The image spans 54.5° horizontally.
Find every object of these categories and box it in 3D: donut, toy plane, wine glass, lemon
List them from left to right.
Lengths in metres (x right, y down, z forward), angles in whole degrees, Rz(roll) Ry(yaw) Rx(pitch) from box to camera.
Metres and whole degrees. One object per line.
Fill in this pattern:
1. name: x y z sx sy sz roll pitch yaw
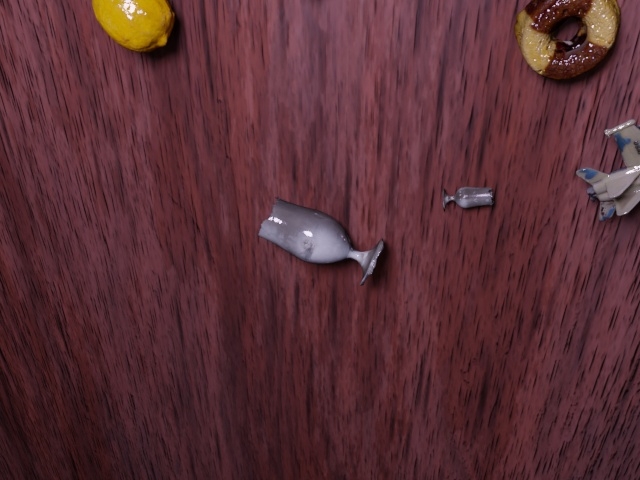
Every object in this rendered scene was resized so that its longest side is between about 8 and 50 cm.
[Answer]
1. lemon: -0.305 -0.373 1.002 0.155 0.114 0.114 44 125 -6
2. wine glass: 0.000 0.000 1.141 0.222 0.103 0.103 23 126 4
3. wine glass: 0.248 -0.070 1.049 0.083 0.042 0.039 -1 150 18
4. donut: 0.342 -0.289 0.865 0.140 0.059 0.140 9 127 12
5. toy plane: 0.520 -0.116 0.904 0.262 0.088 0.192 -27 116 21
